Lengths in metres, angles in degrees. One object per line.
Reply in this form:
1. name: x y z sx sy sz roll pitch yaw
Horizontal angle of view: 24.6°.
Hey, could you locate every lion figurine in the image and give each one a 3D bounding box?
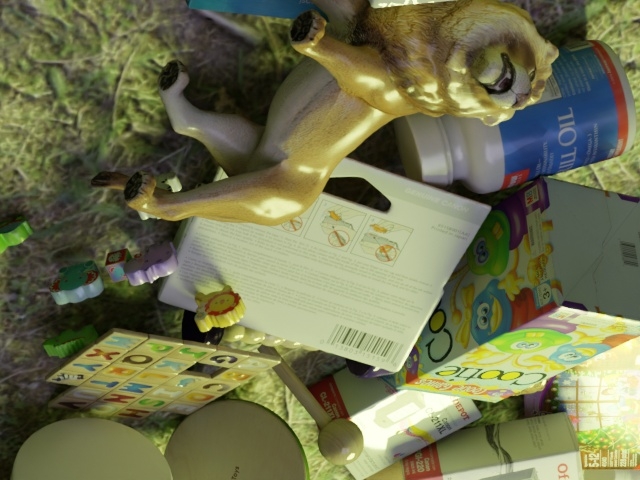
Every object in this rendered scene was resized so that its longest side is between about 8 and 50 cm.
1. lion figurine: 0.002 -0.112 1.312 0.392 0.142 0.240 -32 140 30

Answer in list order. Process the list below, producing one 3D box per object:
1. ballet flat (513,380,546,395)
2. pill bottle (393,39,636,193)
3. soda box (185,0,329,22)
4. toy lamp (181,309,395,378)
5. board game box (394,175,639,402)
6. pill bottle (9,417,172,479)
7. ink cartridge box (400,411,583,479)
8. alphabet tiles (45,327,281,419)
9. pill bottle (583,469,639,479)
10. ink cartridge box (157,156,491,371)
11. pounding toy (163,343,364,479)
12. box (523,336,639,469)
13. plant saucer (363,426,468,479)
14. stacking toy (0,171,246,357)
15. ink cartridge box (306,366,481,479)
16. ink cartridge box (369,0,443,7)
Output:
1. ballet flat: 0.256 0.081 1.678 0.067 0.073 0.206 11 106 -23
2. pill bottle: 0.191 -0.117 1.468 0.221 0.124 0.124 -16 135 -8
3. soda box: -0.019 -0.242 1.301 0.210 0.067 0.071 2 131 -24
4. toy lamp: -0.016 0.109 1.629 0.274 0.080 0.080 8 128 -27
5. board game box: 0.207 0.060 1.555 0.142 0.144 0.275 10 152 -30
6. pill bottle: -0.290 0.403 1.683 0.229 0.229 0.408 -1 131 -22
7. ink cartridge box: 0.217 0.315 1.813 0.217 0.092 0.159 -11 116 1
8. alphabet tiles: -0.188 0.150 1.571 0.198 0.009 0.237 13 151 -33
9. pill bottle: 0.445 0.326 2.020 0.160 0.087 0.087 9 127 -30
10. ink cartridge box: 0.000 0.000 1.491 0.275 0.060 0.239 18 124 -13
11. pounding toy: -0.065 0.254 1.709 0.237 0.183 0.110 -48 164 13
12. box: 0.352 0.179 1.816 0.201 0.057 0.293 -2 136 9
13. plant saucer: 0.121 0.282 1.884 0.168 0.029 0.168 -12 135 -13
14. stacking toy: -0.205 0.035 1.448 0.221 0.052 0.167 -15 125 12
15. ink cartridge box: 0.088 0.195 1.756 0.175 0.072 0.127 -29 135 6
16. ink cartridge box: 0.114 -0.354 1.158 0.197 0.198 0.270 -9 133 -16
